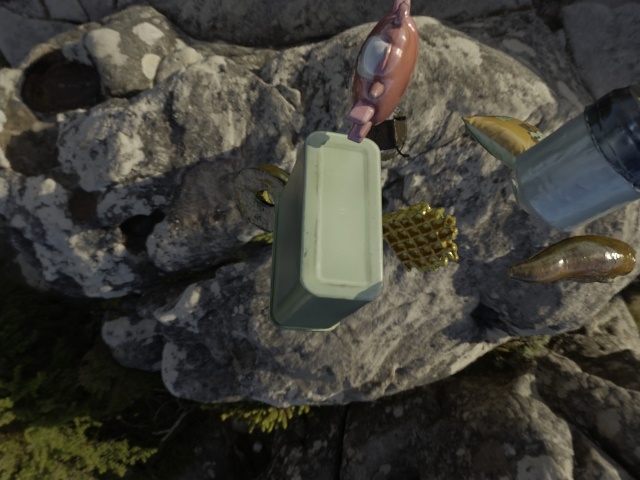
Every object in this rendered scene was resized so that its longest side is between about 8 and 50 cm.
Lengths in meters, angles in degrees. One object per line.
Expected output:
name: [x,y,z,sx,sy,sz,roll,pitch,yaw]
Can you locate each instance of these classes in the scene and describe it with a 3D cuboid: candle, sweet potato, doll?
candle: [0.554,-0.145,0.920,0.221,0.221,0.342,53,138,5]
sweet potato: [0.406,0.029,0.688,0.244,0.077,0.076,-3,90,-21]
doll: [0.094,-0.257,0.686,0.093,0.262,0.210,20,77,0]

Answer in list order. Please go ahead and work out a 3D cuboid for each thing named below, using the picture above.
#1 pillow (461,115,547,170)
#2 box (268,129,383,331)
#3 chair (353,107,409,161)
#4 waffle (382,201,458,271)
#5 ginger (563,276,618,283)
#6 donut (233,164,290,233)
pillow: [0.640,-0.307,1.407,0.312,0.310,0.119,48,133,26]
box: [0.000,0.000,0.948,0.178,0.344,0.351,6,70,-12]
chair: [0.193,-0.317,1.304,0.149,0.213,0.174,-4,111,16]
waffle: [0.308,-0.006,1.271,0.219,0.057,0.229,-22,114,42]
ginger: [0.822,0.100,1.401,0.214,0.137,0.074,4,89,-4]
donut: [-0.172,-0.154,1.540,0.272,0.107,0.271,20,129,28]
